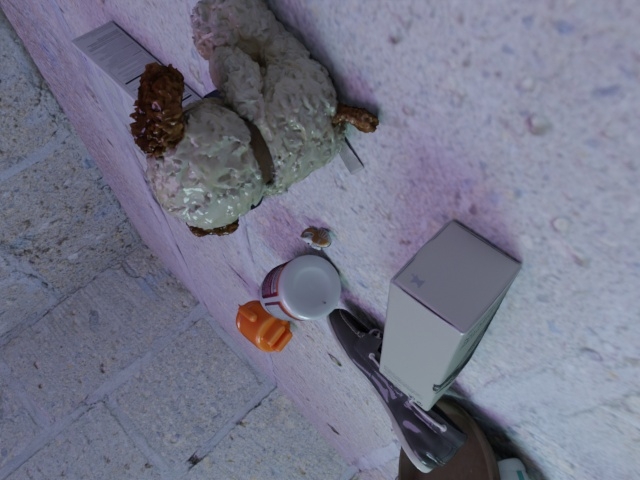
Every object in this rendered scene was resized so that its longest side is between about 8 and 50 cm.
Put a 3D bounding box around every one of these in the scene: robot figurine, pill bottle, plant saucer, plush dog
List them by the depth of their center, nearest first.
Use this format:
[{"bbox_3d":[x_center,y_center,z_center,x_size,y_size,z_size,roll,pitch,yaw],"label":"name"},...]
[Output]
[{"bbox_3d":[-0.082,-0.104,0.508,0.210,0.225,0.263,34,154,34],"label":"plush dog"},{"bbox_3d":[0.225,0.428,0.820,0.041,0.278,0.278,14,166,-18],"label":"plant saucer"},{"bbox_3d":[-0.052,0.101,0.929,0.121,0.121,0.221,51,159,-5],"label":"pill bottle"},{"bbox_3d":[-0.180,0.265,1.439,0.219,0.157,0.128,24,108,47],"label":"robot figurine"}]

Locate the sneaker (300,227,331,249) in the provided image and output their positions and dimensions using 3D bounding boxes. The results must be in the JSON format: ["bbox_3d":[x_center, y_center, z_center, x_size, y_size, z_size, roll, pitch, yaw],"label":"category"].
[{"bbox_3d":[0.000,0.000,0.797,0.037,0.032,0.083,45,168,-29],"label":"sneaker"}]

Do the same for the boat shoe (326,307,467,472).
[{"bbox_3d":[0.134,0.245,0.848,0.335,0.095,0.112,55,-164,28],"label":"boat shoe"}]

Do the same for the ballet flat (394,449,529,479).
[{"bbox_3d":[0.271,0.455,0.911,0.139,0.139,0.400,49,155,0],"label":"ballet flat"}]

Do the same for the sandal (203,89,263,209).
[{"bbox_3d":[-0.166,-0.149,0.827,0.097,0.054,0.255,36,155,31],"label":"sandal"}]

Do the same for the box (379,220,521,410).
[{"bbox_3d":[0.146,0.109,0.579,0.094,0.113,0.275,38,157,25],"label":"box"}]

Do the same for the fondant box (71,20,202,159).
[{"bbox_3d":[-0.332,-0.244,0.938,0.330,0.096,0.238,43,158,18],"label":"fondant box"}]
